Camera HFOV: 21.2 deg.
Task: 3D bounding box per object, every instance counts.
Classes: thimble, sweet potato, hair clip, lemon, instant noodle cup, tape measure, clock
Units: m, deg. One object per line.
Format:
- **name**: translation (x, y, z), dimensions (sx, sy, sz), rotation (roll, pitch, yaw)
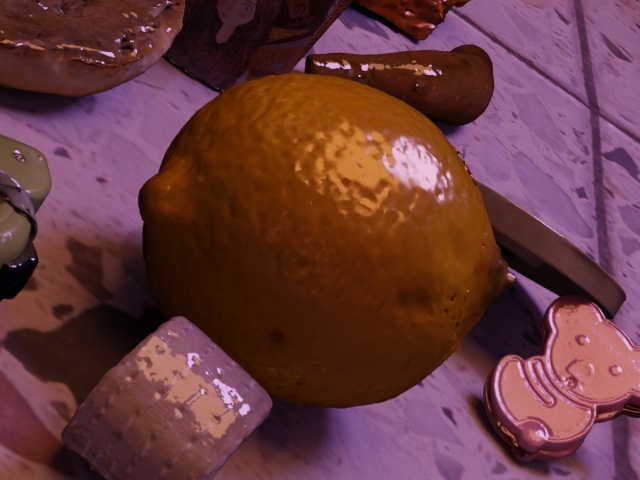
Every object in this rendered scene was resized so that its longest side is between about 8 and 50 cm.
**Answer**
- **thimble**: translation (-0.089, 0.109, 1.029), dimensions (0.090, 0.102, 0.115), rotation (43, 39, 3)
- **sweet potato**: translation (0.113, -0.163, 1.779), dimensions (0.108, 0.079, 0.346), rotation (20, 15, 32)
- **hair clip**: translation (0.202, 0.118, 1.395), dimensions (0.123, 0.102, 0.138), rotation (45, 27, 20)
- **lemon**: translation (-0.007, -0.004, 1.183), dimensions (0.253, 0.228, 0.228), rotation (28, 27, -19)
- **instant noodle cup**: translation (-0.056, -0.260, 1.555), dimensions (0.217, 0.207, 0.217), rotation (29, 27, -17)
- **tape measure**: translation (-0.248, -0.023, 1.053), dimensions (0.177, 0.087, 0.154), rotation (18, 33, -32)
- **clock**: translation (0.165, -0.001, 1.510), dimensions (0.235, 0.029, 0.235), rotation (34, -4, 2)

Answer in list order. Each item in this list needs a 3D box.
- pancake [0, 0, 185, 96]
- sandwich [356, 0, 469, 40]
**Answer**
- **pancake**: translation (-0.275, -0.263, 1.380), dimensions (0.387, 0.082, 0.387), rotation (24, 40, -22)
- **sandwich**: translation (0.083, -0.332, 1.981), dimensions (0.292, 0.109, 0.212), rotation (17, 39, -33)
